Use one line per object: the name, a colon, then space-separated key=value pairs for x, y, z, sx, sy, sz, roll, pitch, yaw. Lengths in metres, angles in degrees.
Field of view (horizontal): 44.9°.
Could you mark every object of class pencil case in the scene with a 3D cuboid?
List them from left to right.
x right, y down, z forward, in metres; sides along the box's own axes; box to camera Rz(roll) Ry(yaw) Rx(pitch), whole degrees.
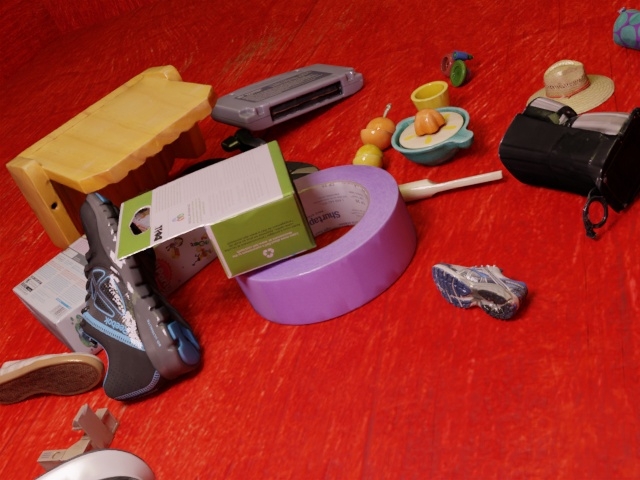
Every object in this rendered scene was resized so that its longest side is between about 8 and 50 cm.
pencil case: x=0.560 y=-0.348 z=1.289 sx=0.070 sy=0.064 sz=0.152 roll=-45 pitch=33 yaw=0

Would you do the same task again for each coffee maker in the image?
coffee maker: x=0.333 y=-0.110 z=1.044 sx=0.171 sy=0.120 sz=0.178 roll=-40 pitch=33 yaw=-20

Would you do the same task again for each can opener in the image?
can opener: x=-0.138 y=-0.187 z=1.564 sx=0.073 sy=0.059 sz=0.186 roll=-42 pitch=30 yaw=-12

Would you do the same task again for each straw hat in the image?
straw hat: x=0.405 y=-0.264 z=1.280 sx=0.145 sy=0.061 sz=0.144 roll=-19 pitch=31 yaw=12

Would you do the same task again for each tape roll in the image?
tape roll: x=0.000 y=0.000 z=1.154 sx=0.275 sy=0.090 sz=0.274 roll=-19 pitch=32 yaw=12

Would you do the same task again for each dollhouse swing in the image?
dollhouse swing: x=-0.340 y=-0.128 z=1.459 sx=0.305 sy=0.315 sz=0.347 roll=29 pitch=59 yaw=35

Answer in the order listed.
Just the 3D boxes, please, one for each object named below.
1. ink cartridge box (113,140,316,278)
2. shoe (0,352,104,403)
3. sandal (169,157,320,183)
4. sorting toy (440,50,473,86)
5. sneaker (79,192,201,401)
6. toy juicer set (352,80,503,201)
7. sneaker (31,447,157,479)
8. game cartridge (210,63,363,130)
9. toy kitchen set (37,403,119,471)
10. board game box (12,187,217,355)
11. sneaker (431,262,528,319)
ink cartridge box: x=-0.154 y=-0.027 z=1.111 sx=0.255 sy=0.097 sz=0.188 roll=-21 pitch=31 yaw=1
shoe: x=-0.416 y=0.197 z=1.175 sx=0.219 sy=0.076 sz=0.058 roll=-14 pitch=38 yaw=22
sandal: x=-0.142 y=-0.088 z=1.408 sx=0.303 sy=0.086 sz=0.120 roll=3 pitch=33 yaw=17
sorting toy: x=0.273 y=-0.338 z=1.509 sx=0.042 sy=0.061 sz=0.102 roll=2 pitch=32 yaw=-21
sneaker: x=-0.305 y=0.073 z=1.136 sx=0.140 sy=0.125 sz=0.340 roll=-34 pitch=59 yaw=5
toy juicer set: x=0.151 y=-0.163 z=1.288 sx=0.209 sy=0.089 sz=0.329 roll=-22 pitch=31 yaw=6
sneaker: x=-0.338 y=0.396 z=0.726 sx=0.448 sy=0.169 sz=0.257 roll=-30 pitch=29 yaw=-12
game cartridge: x=-0.080 y=-0.312 z=1.667 sx=0.297 sy=0.062 sz=0.198 roll=-26 pitch=24 yaw=-26
toy kitchen set: x=-0.328 y=0.257 z=1.027 sx=0.075 sy=0.068 sz=0.083 roll=-11 pitch=34 yaw=24
board game box: x=-0.346 y=0.047 z=1.333 sx=0.303 sy=0.097 sz=0.224 roll=-41 pitch=35 yaw=-22
sneaker: x=0.200 y=0.056 z=0.970 sx=0.058 sy=0.052 sz=0.135 roll=-33 pitch=37 yaw=-30
